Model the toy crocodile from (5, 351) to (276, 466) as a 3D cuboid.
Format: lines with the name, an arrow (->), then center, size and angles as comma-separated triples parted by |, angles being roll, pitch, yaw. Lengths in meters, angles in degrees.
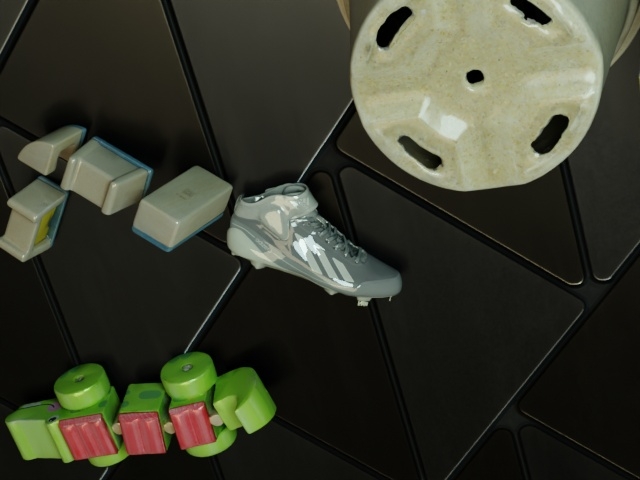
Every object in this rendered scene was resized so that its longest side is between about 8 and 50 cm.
toy crocodile -> -0.215, 0.213, 2.032 | 0.340, 0.105, 0.115 | -8, 118, 14

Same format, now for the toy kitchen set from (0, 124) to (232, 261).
toy kitchen set -> -0.234, -0.026, 1.914 | 0.207, 0.122, 0.166 | 31, 122, 14

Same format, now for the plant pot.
plant pot -> 0.156, -0.210, 1.614 | 0.334, 0.305, 0.334 | 4, 120, 6

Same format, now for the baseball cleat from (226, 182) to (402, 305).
baseball cleat -> 0.000, 0.000, 1.897 | 0.206, 0.072, 0.109 | 14, 114, -4
